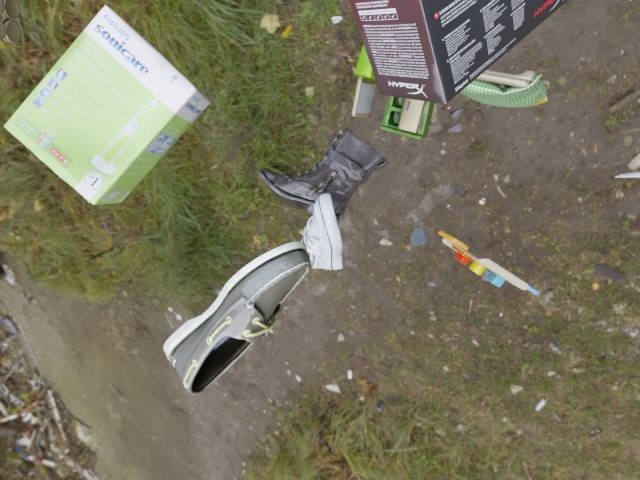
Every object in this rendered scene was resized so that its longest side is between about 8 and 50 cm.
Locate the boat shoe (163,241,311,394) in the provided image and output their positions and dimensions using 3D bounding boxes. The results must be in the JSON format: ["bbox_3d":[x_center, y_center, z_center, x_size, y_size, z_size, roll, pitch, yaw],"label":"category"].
[{"bbox_3d":[-0.118,0.122,0.639,0.305,0.109,0.091,-42,63,18],"label":"boat shoe"}]

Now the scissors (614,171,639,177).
[{"bbox_3d":[0.799,-0.140,0.868,0.297,0.021,0.109,-16,68,15],"label":"scissors"}]

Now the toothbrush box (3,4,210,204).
[{"bbox_3d":[-0.386,-0.238,0.782,0.206,0.122,0.283,42,95,-6],"label":"toothbrush box"}]

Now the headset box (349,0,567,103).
[{"bbox_3d":[0.121,-0.324,0.403,0.110,0.218,0.293,33,159,49],"label":"headset box"}]

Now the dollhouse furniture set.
[{"bbox_3d":[0.228,-0.242,0.755,0.301,0.197,0.151,24,116,28],"label":"dollhouse furniture set"}]

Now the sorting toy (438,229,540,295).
[{"bbox_3d":[0.436,0.069,1.137,0.348,0.196,0.047,29,98,-21],"label":"sorting toy"}]

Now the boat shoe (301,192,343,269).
[{"bbox_3d":[0.000,0.000,0.793,0.076,0.083,0.226,-11,145,0],"label":"boat shoe"}]

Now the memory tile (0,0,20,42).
[{"bbox_3d":[-0.521,-0.394,0.658,0.012,0.113,0.148,11,113,-2],"label":"memory tile"}]

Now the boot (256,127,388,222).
[{"bbox_3d":[0.003,-0.174,1.009,0.263,0.229,0.091,31,175,10],"label":"boot"}]
